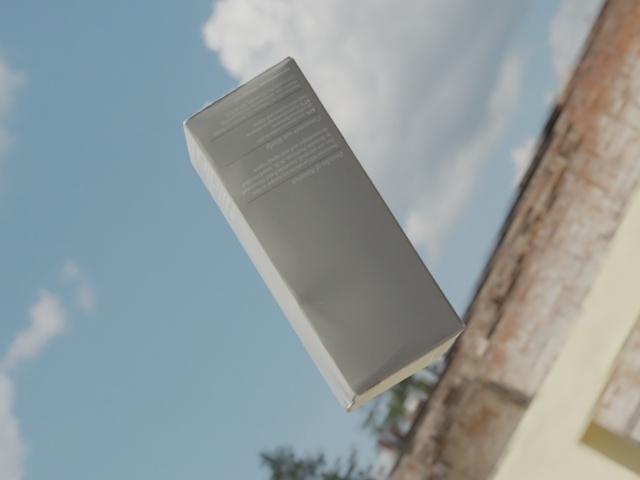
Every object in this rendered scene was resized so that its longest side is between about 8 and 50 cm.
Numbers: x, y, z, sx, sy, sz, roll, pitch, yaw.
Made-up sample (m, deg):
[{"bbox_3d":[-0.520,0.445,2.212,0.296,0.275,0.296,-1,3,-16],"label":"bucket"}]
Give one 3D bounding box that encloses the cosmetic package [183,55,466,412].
[{"bbox_3d":[0.000,0.000,1.236,0.107,0.238,0.127,-34,-6,-8],"label":"cosmetic package"}]
